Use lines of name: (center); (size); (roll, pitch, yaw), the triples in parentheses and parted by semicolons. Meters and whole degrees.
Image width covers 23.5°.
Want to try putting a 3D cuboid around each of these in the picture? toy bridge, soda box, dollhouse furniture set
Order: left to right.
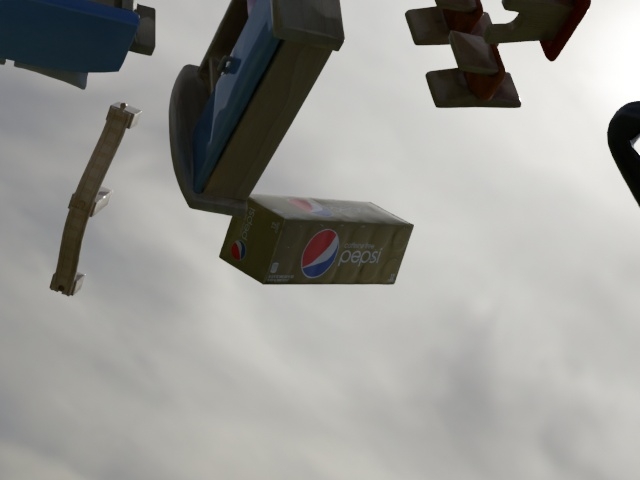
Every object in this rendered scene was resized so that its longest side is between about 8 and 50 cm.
dollhouse furniture set: (-0.168, -0.190, 1.079); (0.303, 0.286, 0.198); (10, -39, -21)
toy bridge: (-0.207, -0.037, 1.385); (0.026, 0.188, 0.063); (21, 14, 2)
soda box: (0.000, 0.000, 1.333); (0.058, 0.061, 0.181); (29, 17, 36)
dollhouse furniture set: (0.186, -0.284, 1.396); (0.135, 0.259, 0.262); (0, -34, -24)

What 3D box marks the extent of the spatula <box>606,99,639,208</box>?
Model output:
spatula: (0.186, 0.074, 0.571); (0.296, 0.084, 0.030); (63, 12, 18)
